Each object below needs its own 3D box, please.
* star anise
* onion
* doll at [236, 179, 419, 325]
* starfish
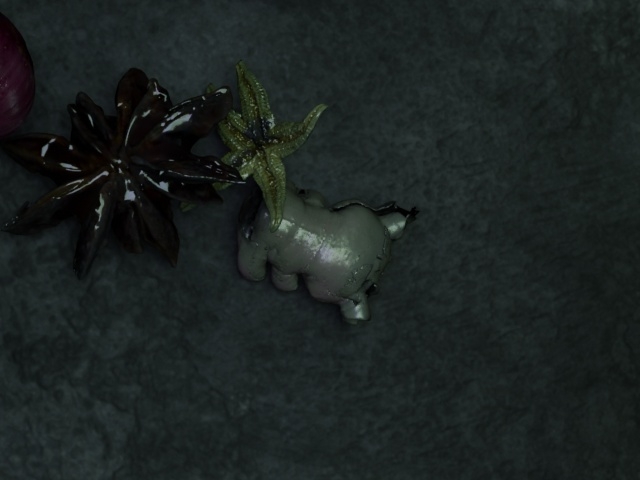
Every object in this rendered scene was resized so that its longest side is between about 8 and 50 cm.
[{"bbox_3d":[-0.211,-0.073,1.815,0.283,0.129,0.212,-34,79,-8],"label":"star anise"},{"bbox_3d":[-0.381,-0.172,1.762,0.177,0.177,0.153,8,77,-13],"label":"onion"},{"bbox_3d":[0.000,0.000,1.876,0.192,0.095,0.149,20,76,-8],"label":"doll"},{"bbox_3d":[-0.076,-0.097,1.847,0.217,0.050,0.223,-31,53,20],"label":"starfish"}]
